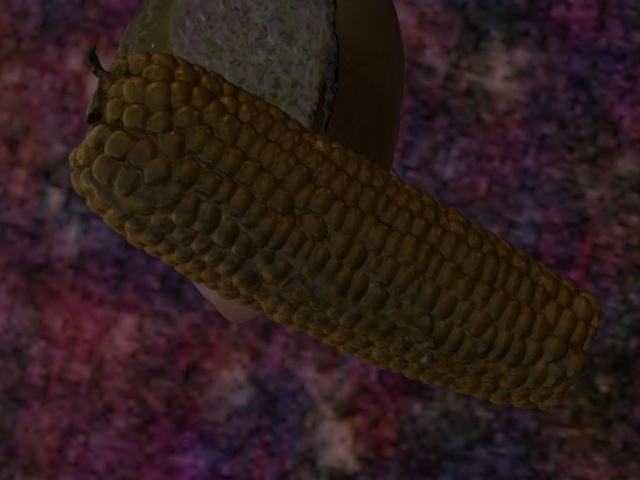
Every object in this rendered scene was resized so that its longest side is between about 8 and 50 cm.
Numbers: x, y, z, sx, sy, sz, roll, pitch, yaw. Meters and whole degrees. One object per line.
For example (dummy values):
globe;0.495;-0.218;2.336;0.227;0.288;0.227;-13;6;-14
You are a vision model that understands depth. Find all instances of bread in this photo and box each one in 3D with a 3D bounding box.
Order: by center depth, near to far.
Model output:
bread;-0.030;-0.079;1.246;0.158;0.156;0.260;18;106;25

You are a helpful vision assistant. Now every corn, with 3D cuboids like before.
corn;0.000;0.000;1.020;0.101;0.310;0.101;-53;18;26

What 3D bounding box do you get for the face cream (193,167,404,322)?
face cream;-0.018;0.000;1.595;0.198;0.084;0.057;-30;19;35
